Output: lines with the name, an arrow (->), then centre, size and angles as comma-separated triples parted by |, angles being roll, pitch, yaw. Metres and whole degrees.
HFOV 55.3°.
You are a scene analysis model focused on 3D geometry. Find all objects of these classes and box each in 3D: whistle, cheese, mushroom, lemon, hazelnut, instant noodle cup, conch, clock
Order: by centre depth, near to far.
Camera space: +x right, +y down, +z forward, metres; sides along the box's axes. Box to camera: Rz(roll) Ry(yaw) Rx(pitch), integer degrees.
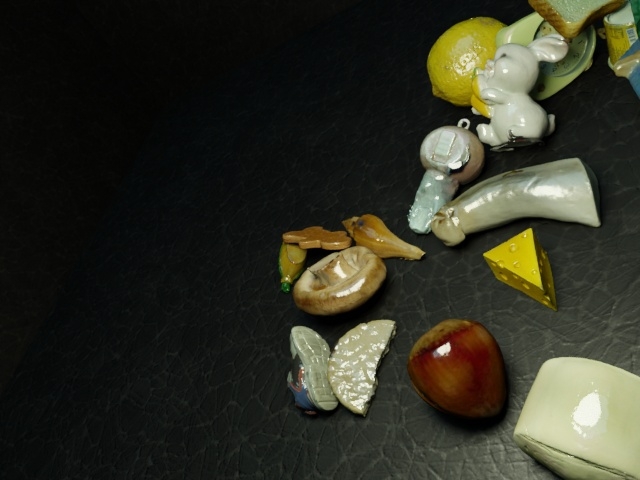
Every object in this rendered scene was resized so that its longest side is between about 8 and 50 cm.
hazelnut -> 0.281, 0.265, 1.223 | 0.208, 0.208, 0.208 | -25, 37, 21
cheese -> 0.457, 0.077, 1.334 | 0.126, 0.093, 0.171 | -31, 36, 12
mushroom -> 0.463, -0.089, 1.495 | 0.397, 0.126, 0.177 | -11, 52, 31
mushroom -> 0.055, 0.107, 1.635 | 0.278, 0.146, 0.278 | -27, 18, 9
instant noodle cup -> 0.855, -0.568, 1.647 | 0.182, 0.144, 0.182 | -25, 37, 20
whistle -> 0.346, -0.174, 1.707 | 0.189, 0.189, 0.347 | 22, 89, 53
conch -> 0.161, -0.010, 1.715 | 0.109, 0.093, 0.330 | -48, 35, -12
clock -> 0.677, -0.566, 1.749 | 0.308, 0.235, 0.096 | -32, 20, 3
lemon -> 0.479, -0.557, 1.899 | 0.310, 0.258, 0.257 | -26, 36, 21

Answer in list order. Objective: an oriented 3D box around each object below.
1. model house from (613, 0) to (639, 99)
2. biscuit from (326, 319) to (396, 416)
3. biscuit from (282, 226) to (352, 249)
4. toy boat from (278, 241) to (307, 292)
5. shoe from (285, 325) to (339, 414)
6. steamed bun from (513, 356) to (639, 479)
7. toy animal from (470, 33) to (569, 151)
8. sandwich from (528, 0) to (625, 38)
model house -> 0.829, -0.455, 1.327 | 0.343, 0.382, 0.334 | -17, 38, 22
biscuit -> 0.087, 0.287, 1.458 | 0.133, 0.032, 0.250 | 11, 56, 20
biscuit -> 0.000, 0.001, 1.813 | 0.166, 0.036, 0.250 | -15, 17, -34
toy boat -> -0.088, 0.056, 1.901 | 0.229, 0.089, 0.088 | -82, 15, -47
shoe -> -0.034, 0.327, 1.499 | 0.125, 0.099, 0.227 | -48, 48, 38
steamed bun -> 0.453, 0.305, 1.019 | 0.250, 0.154, 0.200 | 4, 53, 50
toy animal -> 0.531, -0.402, 1.638 | 0.247, 0.183, 0.309 | 1, 89, 14
sandwich -> 0.693, -0.658, 1.631 | 0.215, 0.065, 0.186 | -30, 68, -1
